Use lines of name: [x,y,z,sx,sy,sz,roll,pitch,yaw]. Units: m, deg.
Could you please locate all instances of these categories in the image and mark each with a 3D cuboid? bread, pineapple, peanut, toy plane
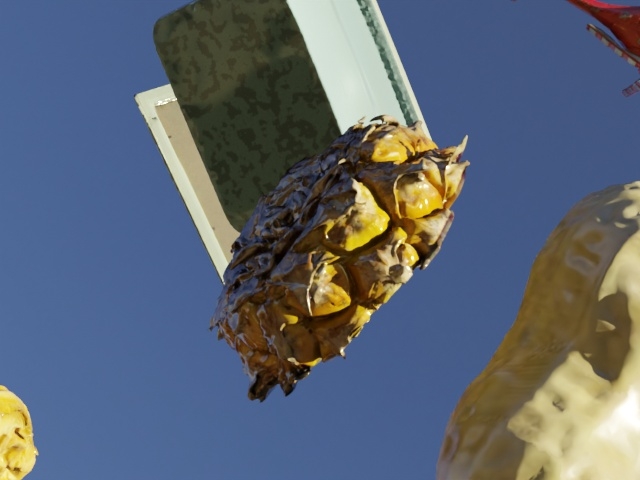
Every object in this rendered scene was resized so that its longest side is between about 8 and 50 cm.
bread: [-0.196,0.116,0.752,0.044,0.083,0.111,49,-15,18]
pineapple: [0.000,0.000,0.878,0.076,0.225,0.225,41,-50,-18]
peanut: [0.163,0.099,0.831,0.149,0.313,0.149,27,-31,18]
toy plane: [0.257,-0.180,1.163,0.194,0.077,0.126,24,-21,34]

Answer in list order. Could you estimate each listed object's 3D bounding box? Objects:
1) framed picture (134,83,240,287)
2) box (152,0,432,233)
framed picture: [-0.044,-0.091,1.498,0.018,0.293,0.231,-27,-93,51]
box: [-0.023,-0.118,1.089,0.162,0.130,0.227,-19,-82,32]
